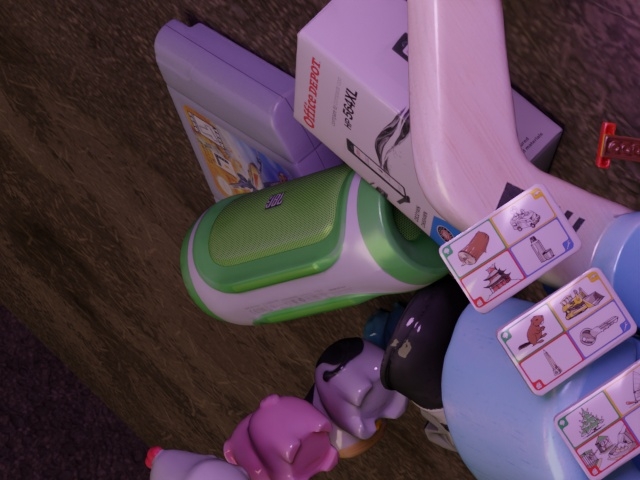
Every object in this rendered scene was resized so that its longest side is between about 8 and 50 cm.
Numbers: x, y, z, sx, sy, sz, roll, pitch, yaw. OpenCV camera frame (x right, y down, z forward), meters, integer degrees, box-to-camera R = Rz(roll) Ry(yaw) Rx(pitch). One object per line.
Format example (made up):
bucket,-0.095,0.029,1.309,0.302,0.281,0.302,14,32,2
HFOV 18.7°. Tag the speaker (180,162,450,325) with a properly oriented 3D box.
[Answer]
speaker,0.000,0.000,1.722,0.296,0.131,0.131,-15,118,51

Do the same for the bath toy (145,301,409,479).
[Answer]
bath toy,-0.032,0.188,1.931,0.129,0.348,0.151,33,142,37

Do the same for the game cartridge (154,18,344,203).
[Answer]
game cartridge,-0.049,-0.072,1.894,0.198,0.062,0.297,38,160,36

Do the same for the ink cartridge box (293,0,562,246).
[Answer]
ink cartridge box,0.078,-0.092,1.522,0.203,0.086,0.148,41,160,15

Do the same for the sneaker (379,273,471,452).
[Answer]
sneaker,0.157,0.133,1.774,0.146,0.122,0.330,27,169,26

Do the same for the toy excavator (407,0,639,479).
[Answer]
toy excavator,0.177,0.033,1.293,0.445,0.433,0.222,24,176,-29

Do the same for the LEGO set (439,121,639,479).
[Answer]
LEGO set,0.217,0.006,1.207,0.182,0.244,0.060,55,180,-11
